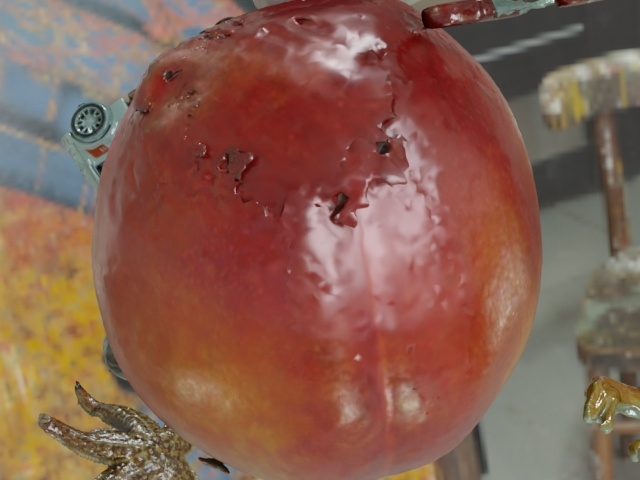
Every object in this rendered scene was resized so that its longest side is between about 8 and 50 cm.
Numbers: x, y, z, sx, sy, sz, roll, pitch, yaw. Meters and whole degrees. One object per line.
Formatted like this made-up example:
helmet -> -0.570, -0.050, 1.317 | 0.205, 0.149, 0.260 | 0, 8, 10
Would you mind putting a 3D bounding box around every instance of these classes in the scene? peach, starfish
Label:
peach -> 0.000, 0.000, 1.181 | 0.370, 0.370, 0.370 | -7, 24, 3
starfish -> -0.164, 0.210, 1.545 | 0.238, 0.057, 0.213 | 37, 39, 18

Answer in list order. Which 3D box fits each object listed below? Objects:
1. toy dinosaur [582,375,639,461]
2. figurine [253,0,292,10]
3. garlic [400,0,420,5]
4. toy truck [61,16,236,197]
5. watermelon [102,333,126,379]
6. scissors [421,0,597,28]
toy dinosaur -> 0.285, 0.090, 1.167 | 0.142, 0.057, 0.212 | 33, 57, 4
figurine -> -0.001, -0.247, 1.263 | 0.128, 0.208, 0.184 | 17, 18, 24
garlic -> 0.033, -0.333, 1.814 | 0.228, 0.152, 0.228 | -4, 3, 0
toy truck -> -0.153, -0.135, 1.981 | 0.305, 0.136, 0.162 | -31, 62, 5
watermelon -> -0.177, 0.101, 1.639 | 0.111, 0.078, 0.078 | -32, 22, 9
scissors -> 0.189, -0.173, 1.125 | 0.144, 0.017, 0.248 | -4, 7, 38
